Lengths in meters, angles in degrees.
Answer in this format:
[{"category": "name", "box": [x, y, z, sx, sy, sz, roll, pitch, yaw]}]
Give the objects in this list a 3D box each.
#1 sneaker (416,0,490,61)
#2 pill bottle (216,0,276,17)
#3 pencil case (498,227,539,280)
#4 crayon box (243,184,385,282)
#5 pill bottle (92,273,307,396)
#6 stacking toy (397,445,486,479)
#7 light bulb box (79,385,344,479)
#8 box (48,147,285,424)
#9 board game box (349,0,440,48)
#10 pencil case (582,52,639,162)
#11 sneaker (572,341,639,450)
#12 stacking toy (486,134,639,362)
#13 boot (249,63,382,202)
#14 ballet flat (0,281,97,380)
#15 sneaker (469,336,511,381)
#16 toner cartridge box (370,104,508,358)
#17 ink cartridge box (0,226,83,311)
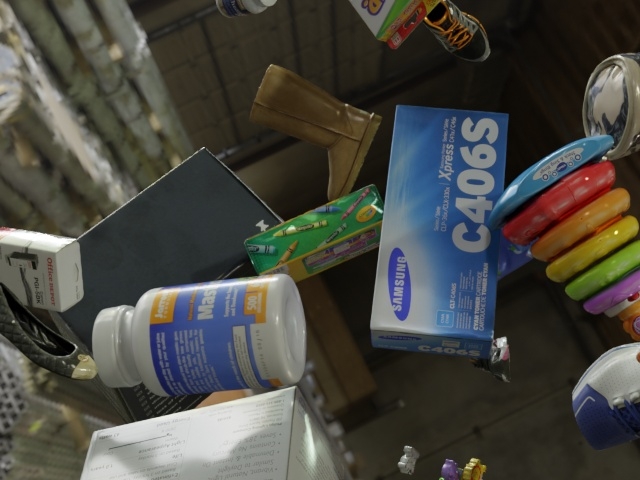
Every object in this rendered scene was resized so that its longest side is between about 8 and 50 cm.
[{"category": "sneaker", "box": [0.249, -0.421, 2.061, 0.215, 0.084, 0.083, 38, 21, -19]}, {"category": "pill bottle", "box": [-0.138, -0.461, 1.999, 0.120, 0.067, 0.067, 3, -55, 47]}, {"category": "pencil case", "box": [0.379, -0.011, 2.019, 0.133, 0.306, 0.119, 40, 26, -22]}, {"category": "crayon box", "box": [0.000, 0.000, 2.096, 0.165, 0.278, 0.081, 70, -4, -74]}, {"category": "pill bottle", "box": [-0.166, 0.133, 1.444, 0.152, 0.271, 0.152, -7, 90, -78]}, {"category": "stacking toy", "box": [0.271, 0.476, 2.065, 0.167, 0.052, 0.221, 3, -30, 38]}, {"category": "light bulb box", "box": [-0.166, 0.444, 1.518, 0.361, 0.357, 0.225, -85, 154, -49]}, {"category": "box", "box": [-0.325, 0.136, 2.358, 0.297, 0.480, 0.472, 44, -20, 22]}, {"category": "board game box", "box": [0.083, -0.444, 1.714, 0.039, 0.124, 0.259, -8, 58, -54]}, {"category": "pencil case", "box": [0.614, -0.215, 1.685, 0.160, 0.410, 0.184, -148, -125, -68]}, {"category": "sneaker", "box": [0.501, 0.218, 1.496, 0.127, 0.315, 0.182, 49, 27, -11]}, {"category": "stacking toy", "box": [0.356, 0.034, 1.323, 0.302, 0.175, 0.166, 58, -4, 10]}, {"category": "boot", "box": [-0.028, -0.225, 2.303, 0.269, 0.236, 0.089, 23, 6, 0]}, {"category": "ballet flat", "box": [-0.349, 0.117, 1.307, 0.173, 0.049, 0.057, 34, 18, 0]}, {"category": "sneaker", "box": [0.327, 0.233, 2.034, 0.178, 0.077, 0.072, -18, 102, -81]}, {"category": "toner cartridge box", "box": [0.169, -0.018, 1.470, 0.075, 0.165, 0.348, 79, 17, -65]}, {"category": "ink cartridge box", "box": [-0.425, 0.042, 1.552, 0.056, 0.135, 0.099, -43, 137, -60]}]
